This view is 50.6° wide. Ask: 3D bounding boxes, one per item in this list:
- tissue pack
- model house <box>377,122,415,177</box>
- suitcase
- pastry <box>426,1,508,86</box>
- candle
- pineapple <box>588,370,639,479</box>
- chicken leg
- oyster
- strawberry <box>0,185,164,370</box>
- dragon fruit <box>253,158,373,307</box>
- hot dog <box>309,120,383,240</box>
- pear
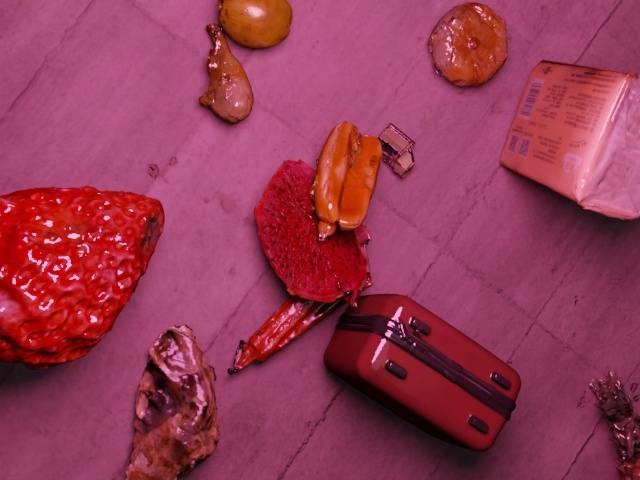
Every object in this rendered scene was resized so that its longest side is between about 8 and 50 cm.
[{"bbox_3d":[0.486,-0.171,1.154,0.238,0.305,0.239,-3,108,-8],"label":"tissue pack"},{"bbox_3d":[0.142,-0.167,1.233,0.083,0.057,0.058,39,58,7],"label":"model house"},{"bbox_3d":[0.170,0.224,1.173,0.297,0.236,0.161,34,76,-12],"label":"suitcase"},{"bbox_3d":[0.270,-0.353,1.230,0.153,0.081,0.153,-1,91,-22],"label":"pastry"},{"bbox_3d":[-0.045,0.141,1.207,0.301,0.059,0.084,-41,85,-7],"label":"candle"},{"bbox_3d":[0.646,0.431,1.339,0.175,0.175,0.361,-33,87,-8],"label":"pineapple"},{"bbox_3d":[-0.168,-0.283,1.151,0.093,0.070,0.178,-11,89,-5],"label":"chicken leg"},{"bbox_3d":[-0.261,0.295,1.161,0.166,0.094,0.294,-5,89,-3],"label":"oyster"},{"bbox_3d":[-0.397,0.053,1.023,0.310,0.291,0.292,4,93,-29],"label":"strawberry"},{"bbox_3d":[-0.004,0.004,1.170,0.126,0.161,0.274,-33,75,34],"label":"dragon fruit"},{"bbox_3d":[0.040,-0.104,1.130,0.109,0.072,0.269,30,46,-12],"label":"hot dog"},{"bbox_3d":[-0.111,-0.377,1.135,0.131,0.107,0.107,7,93,-13],"label":"pear"}]
